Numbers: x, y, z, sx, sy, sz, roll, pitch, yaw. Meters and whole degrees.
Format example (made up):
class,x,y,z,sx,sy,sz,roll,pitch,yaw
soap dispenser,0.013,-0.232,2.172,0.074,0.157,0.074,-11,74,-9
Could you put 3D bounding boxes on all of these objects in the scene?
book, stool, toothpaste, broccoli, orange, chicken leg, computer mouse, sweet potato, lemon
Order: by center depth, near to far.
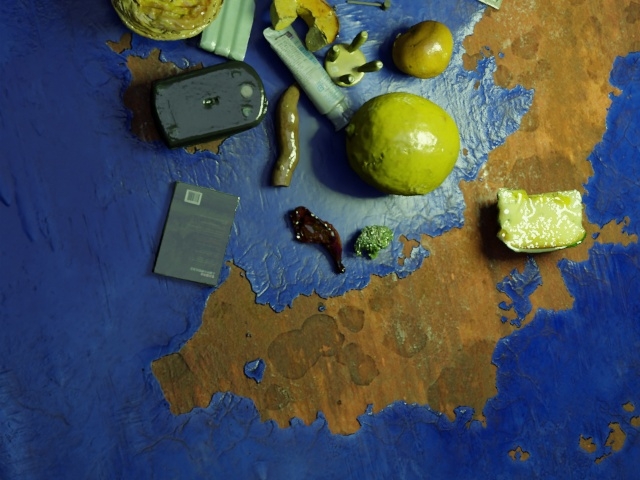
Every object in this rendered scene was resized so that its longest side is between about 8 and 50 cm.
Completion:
class,x,y,z,sx,sy,sz,roll,pitch,yaw
computer mouse,-0.264,-0.320,1.772,0.270,0.100,0.170,-15,91,-10
book,-0.298,-0.014,1.808,0.160,0.024,0.228,15,87,-14
lemon,0.202,-0.231,1.825,0.284,0.260,0.260,38,81,-29
sweet potato,-0.080,-0.271,1.845,0.067,0.059,0.281,4,91,-25
toothpaste,-0.025,-0.407,1.850,0.299,0.073,0.114,53,45,-9
stool,0.076,-0.444,1.858,0.134,0.110,0.134,17,88,-16
chicken leg,0.003,-0.006,1.880,0.205,0.053,0.093,40,104,-6
orange,0.259,-0.477,1.892,0.157,0.156,0.134,-37,121,-12
broccoli,0.137,0.003,1.913,0.095,0.097,0.092,10,132,5

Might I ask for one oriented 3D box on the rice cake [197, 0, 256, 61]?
class,x,y,z,sx,sy,sz,roll,pitch,yaw
rice cake,-0.214,-0.555,1.809,0.127,0.043,0.236,14,87,-14

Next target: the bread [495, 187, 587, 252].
class,x,y,z,sx,sy,sz,roll,pitch,yaw
bread,0.556,-0.052,1.988,0.252,0.133,0.174,-4,86,-13

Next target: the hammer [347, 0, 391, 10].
class,x,y,z,sx,sy,sz,roll,pitch,yaw
hammer,0.122,-0.600,1.911,0.110,0.035,0.019,2,90,-7

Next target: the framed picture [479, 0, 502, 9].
class,x,y,z,sx,sy,sz,roll,pitch,yaw
framed picture,0.382,-0.760,1.968,0.290,0.020,0.211,20,95,-15

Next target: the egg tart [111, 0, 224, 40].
class,x,y,z,sx,sy,sz,roll,pitch,yaw
egg tart,-0.362,-0.585,1.729,0.297,0.132,0.296,4,77,-16

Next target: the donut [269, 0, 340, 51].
class,x,y,z,sx,sy,sz,roll,pitch,yaw
donut,-0.041,-0.543,1.827,0.181,0.078,0.146,21,59,-19
